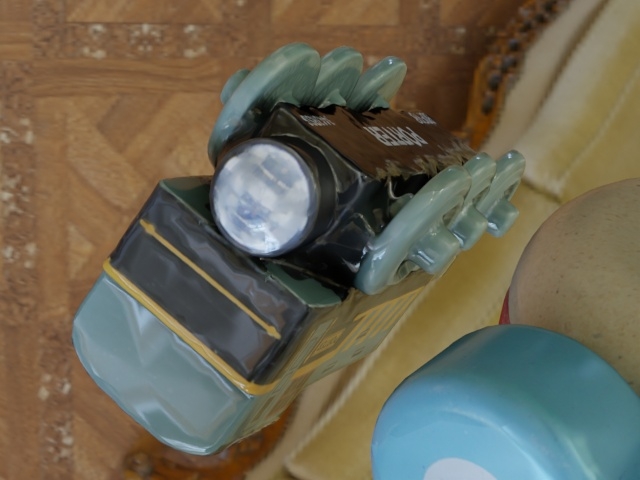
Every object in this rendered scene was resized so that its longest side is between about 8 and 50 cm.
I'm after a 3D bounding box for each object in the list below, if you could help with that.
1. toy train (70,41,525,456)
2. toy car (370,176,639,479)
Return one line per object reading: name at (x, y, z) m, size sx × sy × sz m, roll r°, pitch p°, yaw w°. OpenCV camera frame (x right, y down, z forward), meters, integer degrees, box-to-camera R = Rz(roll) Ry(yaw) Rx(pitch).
toy train at (0.000, 0.000, 0.727) m, size 0.190 × 0.142 × 0.334 m, roll -53°, pitch 169°, yaw 15°
toy car at (0.140, 0.118, 0.415) m, size 0.219 × 0.210 × 0.238 m, roll -29°, pitch 137°, yaw -42°
